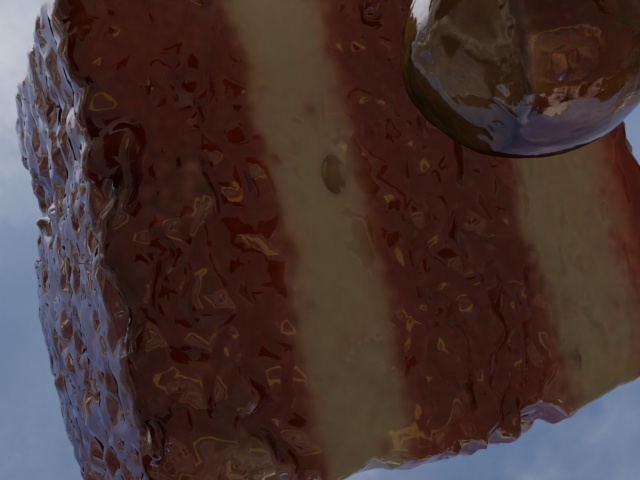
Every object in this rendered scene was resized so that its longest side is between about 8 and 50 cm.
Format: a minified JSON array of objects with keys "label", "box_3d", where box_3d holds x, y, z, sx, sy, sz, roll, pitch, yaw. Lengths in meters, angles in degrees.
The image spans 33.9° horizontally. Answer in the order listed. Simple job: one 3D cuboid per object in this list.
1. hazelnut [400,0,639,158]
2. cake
[{"label":"hazelnut","box_3d":[0.068,-0.066,0.335,0.086,0.086,0.086,3,-115,-7]},{"label":"cake","box_3d":[0.000,0.000,0.622,0.319,0.270,0.269,-9,-97,-23]}]
